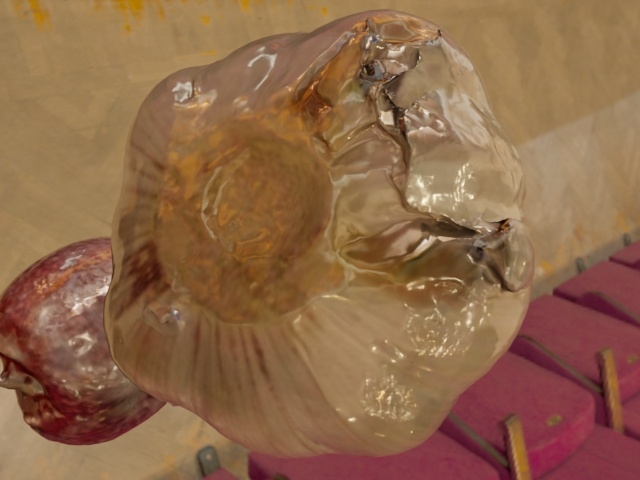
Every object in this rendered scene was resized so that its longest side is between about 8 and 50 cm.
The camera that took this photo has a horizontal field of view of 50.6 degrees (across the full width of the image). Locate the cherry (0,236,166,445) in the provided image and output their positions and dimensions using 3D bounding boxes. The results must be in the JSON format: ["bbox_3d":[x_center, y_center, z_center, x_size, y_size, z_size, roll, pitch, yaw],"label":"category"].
[{"bbox_3d":[-0.241,0.104,0.779,0.300,0.203,0.230,-31,130,-36],"label":"cherry"}]

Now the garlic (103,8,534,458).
[{"bbox_3d":[-0.009,0.000,0.472,0.241,0.322,0.321,35,68,-40],"label":"garlic"}]
